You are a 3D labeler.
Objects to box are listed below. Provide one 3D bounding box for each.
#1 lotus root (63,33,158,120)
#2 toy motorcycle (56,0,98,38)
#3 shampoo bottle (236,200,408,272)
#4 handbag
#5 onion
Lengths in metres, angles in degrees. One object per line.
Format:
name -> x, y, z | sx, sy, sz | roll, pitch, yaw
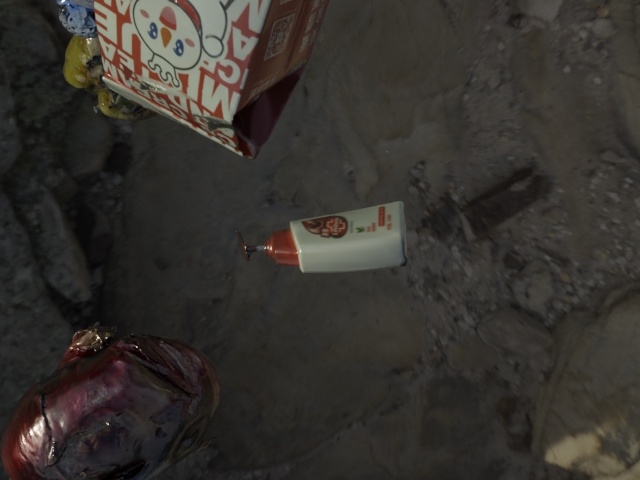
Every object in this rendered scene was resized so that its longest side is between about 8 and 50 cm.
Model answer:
lotus root -> -0.296, -0.255, 1.384 | 0.183, 0.078, 0.203 | 13, 127, -16
toy motorcycle -> -0.217, -0.287, 0.984 | 0.205, 0.076, 0.114 | -16, 136, 26
shampoo bottle -> 0.000, 0.000, 1.490 | 0.284, 0.153, 0.071 | -4, 120, 4
handbag -> -0.083, -0.219, 0.735 | 0.171, 0.151, 0.298 | 30, 127, 9
onion -> -0.293, 0.232, 1.254 | 0.314, 0.314, 0.232 | -33, 81, 6
